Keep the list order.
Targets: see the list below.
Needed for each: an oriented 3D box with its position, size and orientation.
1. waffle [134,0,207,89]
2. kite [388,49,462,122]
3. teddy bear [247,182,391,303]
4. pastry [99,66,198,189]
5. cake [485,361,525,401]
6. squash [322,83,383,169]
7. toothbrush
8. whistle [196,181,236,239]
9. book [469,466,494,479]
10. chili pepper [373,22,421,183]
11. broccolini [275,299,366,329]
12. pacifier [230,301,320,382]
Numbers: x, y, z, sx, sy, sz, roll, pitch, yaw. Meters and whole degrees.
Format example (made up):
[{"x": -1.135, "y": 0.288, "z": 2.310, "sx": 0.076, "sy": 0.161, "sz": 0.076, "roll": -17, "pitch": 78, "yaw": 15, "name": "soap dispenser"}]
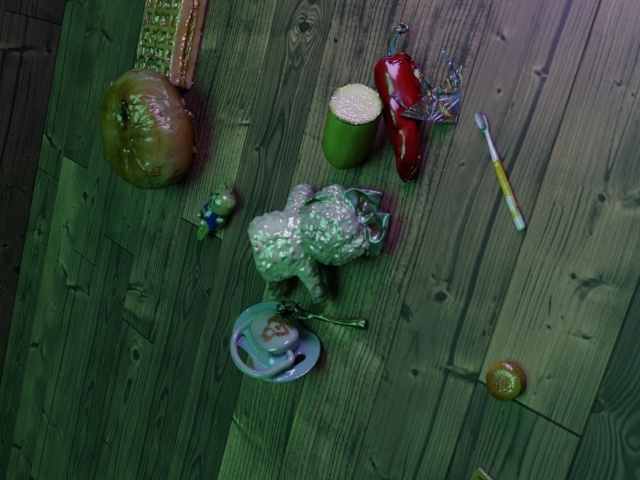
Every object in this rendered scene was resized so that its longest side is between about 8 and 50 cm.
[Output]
[{"x": -0.516, "y": -0.723, "z": 2.336, "sx": 0.261, "sy": 0.114, "sz": 0.375, "roll": 20, "pitch": 102, "yaw": 41, "name": "waffle"}, {"x": 0.266, "y": -0.335, "z": 1.564, "sx": 0.183, "sy": 0.010, "sz": 0.160, "roll": -38, "pitch": 87, "yaw": 3, "name": "kite"}, {"x": 0.000, "y": 0.000, "z": 1.793, "sx": 0.363, "sy": 0.375, "sz": 0.327, "roll": -14, "pitch": 76, "yaw": 1, "name": "teddy bear"}, {"x": -0.568, "y": -0.369, "z": 2.255, "sx": 0.410, "sy": 0.245, "sz": 0.409, "roll": 16, "pitch": 114, "yaw": 40, "name": "pastry"}, {"x": 0.391, "y": 0.298, "z": 1.429, "sx": 0.084, "sy": 0.044, "sz": 0.083, "roll": -1, "pitch": 88, "yaw": 43, "name": "cake"}, {"x": 0.073, "y": -0.264, "z": 1.684, "sx": 0.247, "sy": 0.133, "sz": 0.132, "roll": 101, "pitch": 149, "yaw": -61, "name": "squash"}, {"x": 0.390, "y": -0.154, "z": 1.467, "sx": 0.021, "sy": 0.024, "sz": 0.288, "roll": -29, "pitch": 68, "yaw": 38, "name": "toothbrush"}, {"x": -0.338, "y": -0.087, "z": 2.141, "sx": 0.227, "sy": 0.085, "sz": 0.105, "roll": -49, "pitch": 52, "yaw": 31, "name": "whistle"}, {"x": 0.350, "y": 0.600, "z": 1.477, "sx": 0.118, "sy": 0.012, "sz": 0.172, "roll": 42, "pitch": 116, "yaw": 37, "name": "book"}, {"x": 0.192, "y": -0.330, "z": 1.624, "sx": 0.110, "sy": 0.110, "sz": 0.387, "roll": -14, "pitch": 82, "yaw": 44, "name": "chili pepper"}, {"x": 0.002, "y": 0.192, "z": 1.779, "sx": 0.255, "sy": 0.071, "sz": 0.057, "roll": 4, "pitch": 96, "yaw": 21, "name": "broccolini"}, {"x": -0.131, "y": 0.309, "z": 1.881, "sx": 0.279, "sy": 0.228, "sz": 0.207, "roll": 47, "pitch": 159, "yaw": 36, "name": "pacifier"}]
